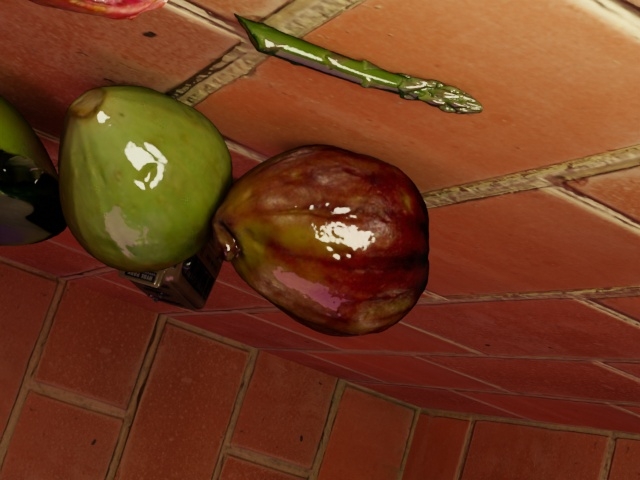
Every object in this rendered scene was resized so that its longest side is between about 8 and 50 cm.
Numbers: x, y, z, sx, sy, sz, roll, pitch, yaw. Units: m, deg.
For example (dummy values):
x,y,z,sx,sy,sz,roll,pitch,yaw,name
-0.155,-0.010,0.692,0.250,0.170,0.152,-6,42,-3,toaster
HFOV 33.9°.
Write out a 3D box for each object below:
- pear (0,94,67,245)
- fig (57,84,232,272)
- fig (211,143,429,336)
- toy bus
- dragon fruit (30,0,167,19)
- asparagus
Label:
x,y,z,sx,sy,sz,roll,pitch,yaw,name
-0.533,-0.128,1.412,0.398,0.165,0.399,4,163,1,pear
-0.199,-0.078,1.209,0.207,0.207,0.230,16,134,5,fig
0.010,-0.003,1.206,0.263,0.224,0.224,37,160,-25,fig
-0.250,0.020,1.734,0.139,0.157,0.289,16,167,6,toy bus
-0.228,-0.229,0.718,0.211,0.134,0.262,11,166,39,dragon fruit
0.032,-0.153,0.935,0.236,0.027,0.034,18,178,-2,asparagus
